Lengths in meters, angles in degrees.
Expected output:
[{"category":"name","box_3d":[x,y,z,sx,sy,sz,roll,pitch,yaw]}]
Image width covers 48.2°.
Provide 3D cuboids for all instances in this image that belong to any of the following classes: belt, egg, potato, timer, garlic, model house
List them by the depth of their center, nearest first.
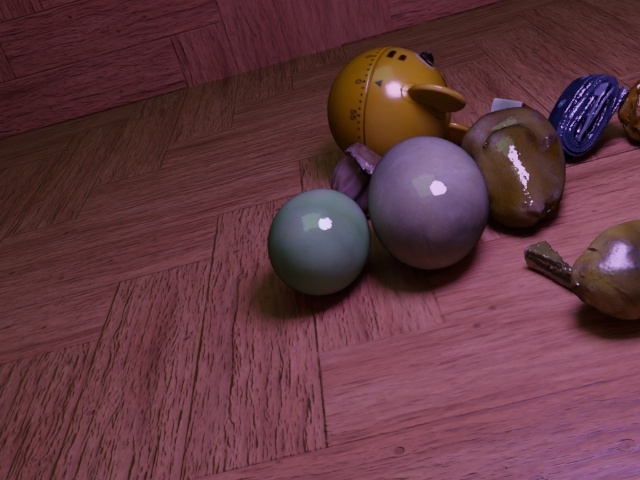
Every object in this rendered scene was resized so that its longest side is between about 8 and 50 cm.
[{"category":"potato","box_3d":[0.553,0.049,1.249,0.248,0.143,0.169,-27,68,-27]},{"category":"egg","box_3d":[0.228,-0.085,1.534,0.258,0.258,0.352,-10,34,13]},{"category":"egg","box_3d":[0.000,0.000,1.538,0.220,0.220,0.269,-5,21,19]},{"category":"potato","box_3d":[0.446,-0.163,1.633,0.218,0.202,0.351,-5,42,-3]},{"category":"garlic","box_3d":[0.088,-0.131,1.759,0.207,0.207,0.256,13,47,42]},{"category":"belt","box_3d":[0.649,-0.310,1.765,0.218,0.122,0.128,-60,9,5]},{"category":"model house","box_3d":[0.501,-0.284,1.887,0.127,0.149,0.100,18,6,-40]},{"category":"timer","box_3d":[0.225,-0.349,1.928,0.387,0.376,0.376,9,36,25]}]

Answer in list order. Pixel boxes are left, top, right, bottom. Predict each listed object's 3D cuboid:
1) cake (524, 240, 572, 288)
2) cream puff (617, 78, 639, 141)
[{"category":"cake","box_3d":[0.460,0.048,1.388,0.055,0.051,0.140,-24,31,-17]},{"category":"cream puff","box_3d":[0.857,-0.321,1.727,0.244,0.196,0.244,5,48,-5]}]
